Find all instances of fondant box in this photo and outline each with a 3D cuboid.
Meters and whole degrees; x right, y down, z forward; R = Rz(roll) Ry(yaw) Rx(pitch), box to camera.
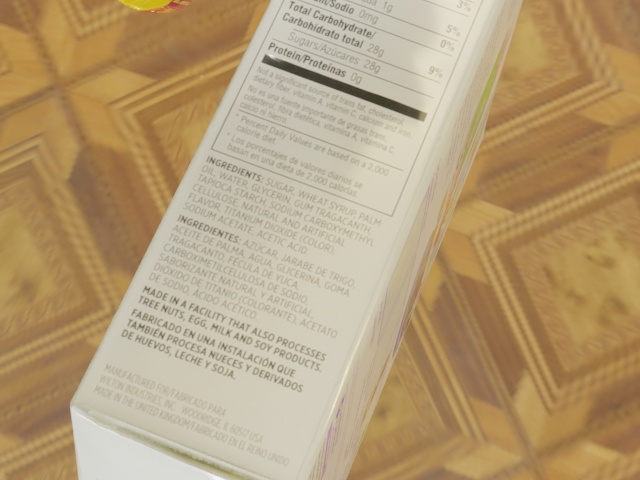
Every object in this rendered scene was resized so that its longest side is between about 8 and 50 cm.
[{"bbox_3d":[0.000,0.000,0.830,0.096,0.238,0.330,21,62,7],"label":"fondant box"}]

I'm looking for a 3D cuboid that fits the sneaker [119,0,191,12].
[{"bbox_3d":[-0.118,-0.178,0.842,0.175,0.067,0.064,44,101,1],"label":"sneaker"}]
